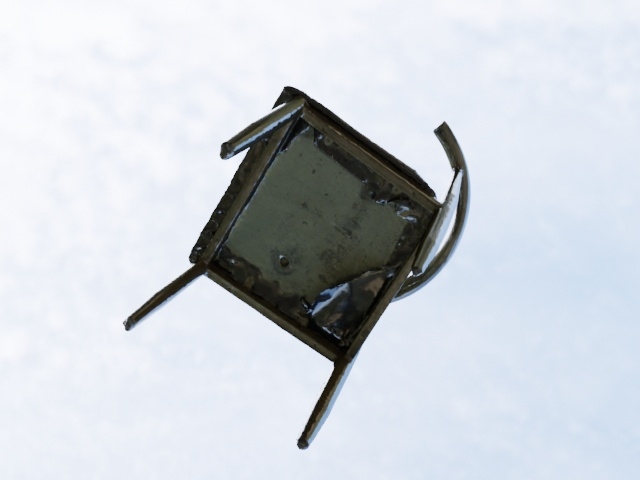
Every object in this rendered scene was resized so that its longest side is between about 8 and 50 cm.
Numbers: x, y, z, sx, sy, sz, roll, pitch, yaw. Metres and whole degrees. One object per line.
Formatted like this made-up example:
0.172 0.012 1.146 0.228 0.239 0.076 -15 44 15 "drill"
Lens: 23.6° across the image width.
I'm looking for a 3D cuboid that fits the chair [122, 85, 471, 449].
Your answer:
0.000 0.000 1.128 0.166 0.188 0.272 34 -156 6 "chair"
